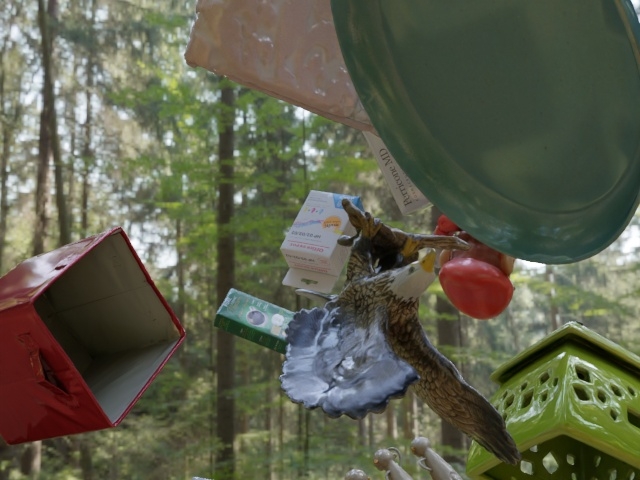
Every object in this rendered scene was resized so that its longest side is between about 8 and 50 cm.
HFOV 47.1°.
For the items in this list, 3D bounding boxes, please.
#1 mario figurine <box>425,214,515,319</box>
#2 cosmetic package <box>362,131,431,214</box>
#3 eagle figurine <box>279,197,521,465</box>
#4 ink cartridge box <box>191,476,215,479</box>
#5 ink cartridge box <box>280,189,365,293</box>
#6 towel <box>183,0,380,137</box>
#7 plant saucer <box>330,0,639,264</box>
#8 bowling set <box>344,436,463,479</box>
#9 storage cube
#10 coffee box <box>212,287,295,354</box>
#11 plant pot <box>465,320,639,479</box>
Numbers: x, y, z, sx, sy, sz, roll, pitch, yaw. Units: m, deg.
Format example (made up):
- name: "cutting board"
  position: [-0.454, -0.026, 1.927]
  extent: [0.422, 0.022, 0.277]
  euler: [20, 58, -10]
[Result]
- name: "mario figurine"
  position: [0.270, -0.036, 1.154]
  extent: [0.170, 0.321, 0.198]
  euler: [6, -1, -8]
- name: "cosmetic package"
  position: [0.273, -0.204, 1.288]
  extent: [0.365, 0.197, 0.155]
  euler: [-28, -4, 10]
- name: "eagle figurine"
  position: [0.075, 0.097, 0.795]
  extent: [0.226, 0.298, 0.225]
  euler: [-8, -36, 7]
- name: "ink cartridge box"
  position: [-0.097, 0.468, 0.892]
  extent: [0.197, 0.270, 0.198]
  euler: [12, -44, -2]
- name: "ink cartridge box"
  position: [0.000, 0.000, 1.328]
  extent: [0.104, 0.181, 0.062]
  euler: [9, -34, 27]
- name: "towel"
  position: [0.024, -0.300, 0.779]
  extent: [0.053, 0.332, 0.317]
  euler: [16, 2, 43]
- name: "plant saucer"
  position: [0.115, -0.128, 0.535]
  extent: [0.043, 0.318, 0.317]
  euler: [-33, -2, -18]
- name: "bowling set"
  position: [0.126, 0.513, 1.426]
  extent: [0.287, 0.154, 0.200]
  euler: [4, -56, -45]
- name: "storage cube"
  position: [-0.327, 0.121, 0.932]
  extent: [0.193, 0.184, 0.215]
  euler: [-16, 22, 28]
- name: "coffee box"
  position: [-0.134, 0.179, 1.619]
  extent: [0.184, 0.040, 0.113]
  euler: [21, 30, -1]
- name: "plant pot"
  position: [0.373, 0.262, 1.071]
  extent: [0.227, 0.207, 0.228]
  euler: [28, -40, -10]
